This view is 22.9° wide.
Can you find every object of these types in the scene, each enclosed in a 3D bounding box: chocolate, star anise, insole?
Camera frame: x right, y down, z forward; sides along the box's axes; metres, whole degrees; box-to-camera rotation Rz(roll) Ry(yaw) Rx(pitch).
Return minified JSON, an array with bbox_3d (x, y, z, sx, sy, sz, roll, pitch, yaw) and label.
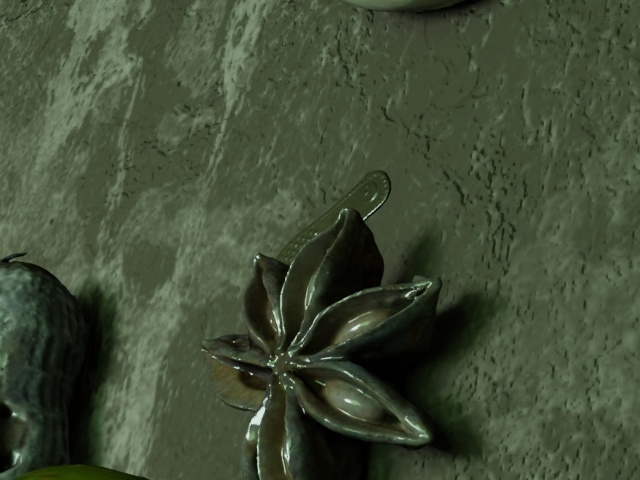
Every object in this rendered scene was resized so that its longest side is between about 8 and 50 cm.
[{"bbox_3d":[-0.238,0.129,1.206,0.110,0.110,0.248,-19,51,39],"label":"chocolate"},{"bbox_3d":[0.006,0.077,1.000,0.197,0.073,0.212,-41,46,27],"label":"star anise"},{"bbox_3d":[0.000,0.000,1.108,0.135,0.002,0.045,-43,43,20],"label":"insole"}]

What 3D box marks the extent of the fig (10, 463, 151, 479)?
[{"bbox_3d":[-0.145,0.254,0.922,0.258,0.258,0.326,-52,27,10],"label":"fig"}]

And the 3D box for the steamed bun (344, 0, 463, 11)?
[{"bbox_3d":[0.058,-0.279,1.102,0.232,0.145,0.231,-25,51,35],"label":"steamed bun"}]
